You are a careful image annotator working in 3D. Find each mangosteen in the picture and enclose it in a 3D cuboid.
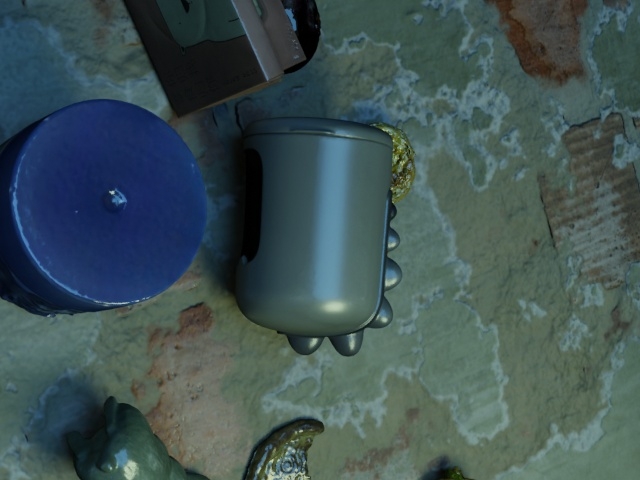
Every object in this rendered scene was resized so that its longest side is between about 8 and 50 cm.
[{"bbox_3d":[-0.075,-0.302,1.703,0.151,0.137,0.137,1,86,4],"label":"mangosteen"}]

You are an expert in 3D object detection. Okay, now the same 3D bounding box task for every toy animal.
[{"bbox_3d":[-0.229,0.313,1.586,0.108,0.138,0.236,-34,122,4],"label":"toy animal"}]

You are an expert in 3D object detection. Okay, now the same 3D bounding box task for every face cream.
[{"bbox_3d":[-0.296,-0.034,1.497,0.249,0.225,0.249,4,83,-30],"label":"face cream"}]

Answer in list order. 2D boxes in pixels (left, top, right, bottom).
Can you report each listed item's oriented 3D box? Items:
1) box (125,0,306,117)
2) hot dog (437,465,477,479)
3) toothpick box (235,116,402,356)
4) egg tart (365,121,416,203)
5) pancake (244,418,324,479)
[{"bbox_3d":[-0.144,-0.289,1.603,0.086,0.215,0.215,-31,102,-38],"label":"box"},{"bbox_3d":[0.204,0.469,1.848,0.104,0.076,0.250,1,83,-10],"label":"hot dog"},{"bbox_3d":[0.000,0.000,1.667,0.229,0.229,0.316,5,86,-29],"label":"toothpick box"},{"bbox_3d":[0.081,-0.114,1.817,0.129,0.049,0.128,0,90,-25],"label":"egg tart"},{"bbox_3d":[-0.029,0.361,1.746,0.184,0.020,0.190,-45,109,-25],"label":"pancake"}]
